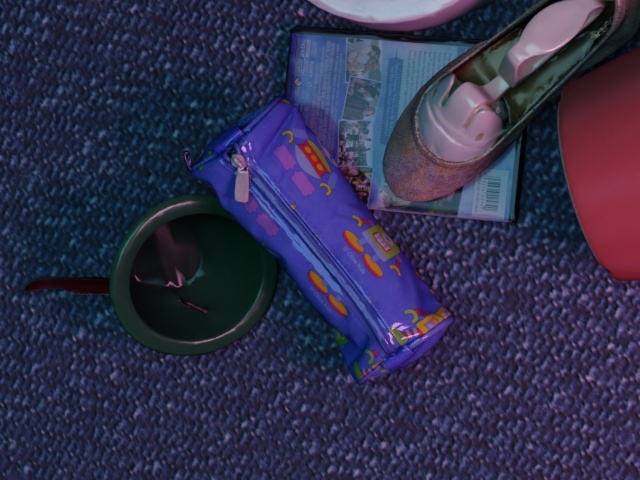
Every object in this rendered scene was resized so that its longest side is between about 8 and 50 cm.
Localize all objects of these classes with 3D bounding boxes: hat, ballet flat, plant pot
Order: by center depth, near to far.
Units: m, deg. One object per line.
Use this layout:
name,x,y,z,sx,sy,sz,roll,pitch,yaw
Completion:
plant pot,0.363,-0.082,1.720,0.243,0.275,0.275,-15,87,23
ballet flat,0.174,-0.156,1.812,0.316,0.106,0.107,-43,80,11
hat,-0.173,0.013,1.971,0.208,0.183,0.173,7,102,-27

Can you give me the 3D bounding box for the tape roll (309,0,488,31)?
tape roll,0.074,-0.352,1.860,0.286,0.100,0.286,0,91,15

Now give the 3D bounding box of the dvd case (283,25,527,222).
dvd case,0.084,-0.119,1.902,0.253,0.022,0.180,6,92,15

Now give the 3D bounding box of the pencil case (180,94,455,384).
pencil case,0.000,0.000,1.852,0.119,0.133,0.306,-38,90,18
